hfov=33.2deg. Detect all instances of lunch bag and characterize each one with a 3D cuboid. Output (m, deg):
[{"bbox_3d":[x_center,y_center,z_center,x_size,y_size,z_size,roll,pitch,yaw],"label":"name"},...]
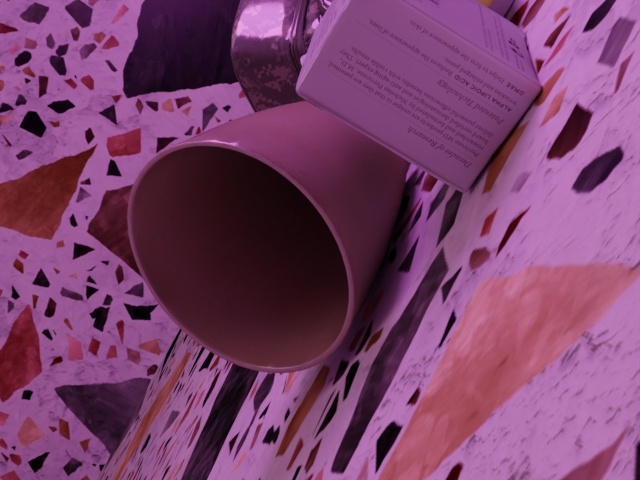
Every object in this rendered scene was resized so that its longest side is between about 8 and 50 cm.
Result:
[{"bbox_3d":[0.050,-0.285,1.370,0.212,0.256,0.305,64,-152,-45],"label":"lunch bag"}]

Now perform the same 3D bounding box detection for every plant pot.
[{"bbox_3d":[-0.018,-0.043,1.135,0.274,0.256,0.256,-45,-6,-48],"label":"plant pot"}]

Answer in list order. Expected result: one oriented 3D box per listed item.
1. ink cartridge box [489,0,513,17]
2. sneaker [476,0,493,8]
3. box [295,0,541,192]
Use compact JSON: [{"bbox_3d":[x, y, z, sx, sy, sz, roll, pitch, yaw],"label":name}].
[{"bbox_3d":[0.185,-0.255,1.210,0.048,0.028,0.083,-60,8,-1],"label":"ink cartridge box"},{"bbox_3d":[0.130,-0.299,1.203,0.123,0.109,0.295,-47,12,30],"label":"sneaker"},{"bbox_3d":[0.088,-0.164,0.976,0.119,0.182,0.181,-56,10,25],"label":"box"}]
